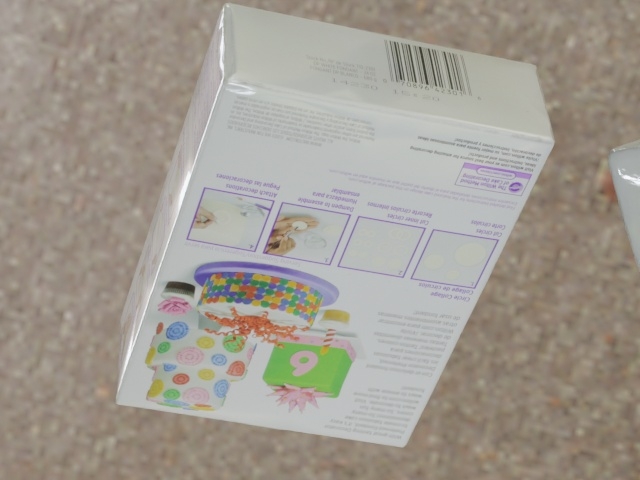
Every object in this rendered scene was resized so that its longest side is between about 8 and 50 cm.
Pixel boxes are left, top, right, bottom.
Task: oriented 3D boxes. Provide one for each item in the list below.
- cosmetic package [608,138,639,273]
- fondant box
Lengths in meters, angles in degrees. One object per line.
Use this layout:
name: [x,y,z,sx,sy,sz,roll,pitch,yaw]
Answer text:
cosmetic package: [0.457,0.028,1.137,0.329,0.393,0.327,-4,105,65]
fondant box: [0.000,0.000,1.409,0.096,0.238,0.330,-97,22,-48]
